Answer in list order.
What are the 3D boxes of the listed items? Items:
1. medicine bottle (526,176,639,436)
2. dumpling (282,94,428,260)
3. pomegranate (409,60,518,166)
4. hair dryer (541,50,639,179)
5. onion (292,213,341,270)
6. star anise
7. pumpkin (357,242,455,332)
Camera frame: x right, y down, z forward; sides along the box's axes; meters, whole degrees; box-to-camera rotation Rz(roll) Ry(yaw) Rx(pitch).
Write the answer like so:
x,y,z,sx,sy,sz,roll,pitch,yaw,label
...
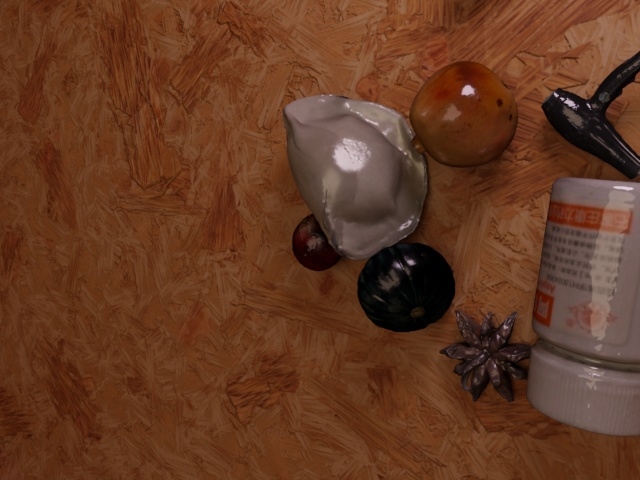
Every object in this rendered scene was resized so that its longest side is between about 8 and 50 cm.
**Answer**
x,y,z,sx,sy,sz,roll,pitch,yaw,label
0.449,0.093,0.873,0.211,0.211,0.372,10,100,31,medicine bottle
0.073,-0.154,1.121,0.260,0.181,0.341,-20,52,-5,dumpling
0.251,-0.219,0.988,0.191,0.191,0.191,3,96,31,pomegranate
0.490,-0.227,0.879,0.195,0.075,0.219,43,130,11,hair dryer
0.000,0.000,1.196,0.131,0.131,0.131,3,96,31,onion
0.318,0.210,1.049,0.182,0.065,0.195,-47,66,25,star anise
0.166,0.091,1.065,0.194,0.194,0.150,-28,60,30,pumpkin
